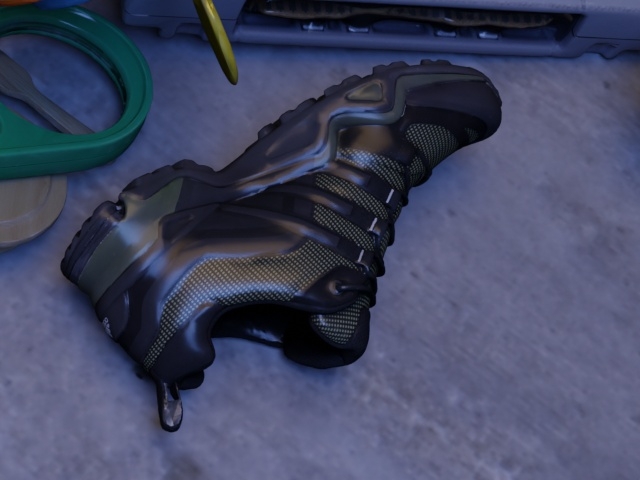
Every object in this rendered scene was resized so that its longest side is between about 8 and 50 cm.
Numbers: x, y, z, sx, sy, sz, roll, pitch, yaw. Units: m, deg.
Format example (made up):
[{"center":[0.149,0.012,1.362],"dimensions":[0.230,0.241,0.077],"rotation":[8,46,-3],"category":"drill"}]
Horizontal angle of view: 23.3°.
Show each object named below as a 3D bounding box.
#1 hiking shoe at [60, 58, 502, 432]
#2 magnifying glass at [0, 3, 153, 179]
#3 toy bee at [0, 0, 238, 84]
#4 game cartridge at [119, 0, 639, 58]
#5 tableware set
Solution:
[{"center":[0.000,0.000,0.715],"dimensions":[0.227,0.086,0.114],"rotation":[-27,83,-20],"category":"hiking shoe"},{"center":[-0.160,-0.044,0.684],"dimensions":[0.092,0.026,0.231],"rotation":[42,42,6],"category":"magnifying glass"},{"center":[-0.090,-0.135,0.645],"dimensions":[0.298,0.162,0.195],"rotation":[-52,122,-15],"category":"toy bee"},{"center":[0.033,-0.194,0.829],"dimensions":[0.297,0.062,0.198],"rotation":[0,67,-18],"category":"game cartridge"},{"center":[-0.204,-0.058,0.714],"dimensions":[0.194,0.039,0.128],"rotation":[39,43,4],"category":"tableware set"}]
